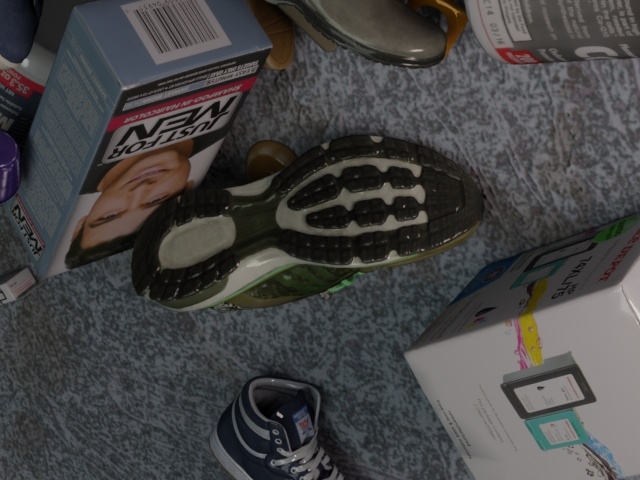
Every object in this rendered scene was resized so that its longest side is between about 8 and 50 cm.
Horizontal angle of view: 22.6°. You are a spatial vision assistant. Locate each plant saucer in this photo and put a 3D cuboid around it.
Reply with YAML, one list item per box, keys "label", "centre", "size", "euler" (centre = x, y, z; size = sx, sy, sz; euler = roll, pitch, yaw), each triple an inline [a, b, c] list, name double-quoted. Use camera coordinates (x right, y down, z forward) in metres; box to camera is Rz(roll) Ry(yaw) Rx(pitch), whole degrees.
- label: "plant saucer"
  centre: [-0.055, -0.075, 1.837]
  size: [0.083, 0.015, 0.083]
  euler: [17, 126, 25]

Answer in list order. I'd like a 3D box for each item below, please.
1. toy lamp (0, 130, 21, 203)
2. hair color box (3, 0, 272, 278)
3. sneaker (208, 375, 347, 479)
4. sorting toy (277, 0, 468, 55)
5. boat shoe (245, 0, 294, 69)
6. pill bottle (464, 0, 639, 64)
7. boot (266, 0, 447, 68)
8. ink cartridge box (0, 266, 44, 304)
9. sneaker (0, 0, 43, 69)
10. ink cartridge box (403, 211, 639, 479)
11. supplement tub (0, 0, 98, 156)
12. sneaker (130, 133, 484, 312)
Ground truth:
- label: "toy lamp"
  centre: [-0.394, -0.043, 1.819]
  size: [0.080, 0.080, 0.275]
  euler: [46, 148, 1]
- label: "hair color box"
  centre: [-0.208, -0.119, 1.742]
  size: [0.114, 0.185, 0.374]
  euler: [59, 146, 17]
- label: "sneaker"
  centre: [-0.008, 0.284, 1.973]
  size: [0.282, 0.099, 0.153]
  euler: [39, 134, 12]
- label: "sorting toy"
  centre: [0.004, -0.310, 1.614]
  size: [0.347, 0.047, 0.196]
  euler: [44, 129, -6]
- label: "boat shoe"
  centre: [-0.081, -0.259, 1.712]
  size: [0.059, 0.063, 0.170]
  euler: [-14, 99, 42]
- label: "pill bottle"
  centre: [0.281, -0.240, 1.403]
  size: [0.283, 0.161, 0.161]
  euler: [1, 118, 34]
- label: "boot"
  centre: [0.032, -0.280, 1.542]
  size: [0.246, 0.083, 0.161]
  euler: [28, 123, 4]
- label: "ink cartridge box"
  centre: [-0.416, 0.063, 2.148]
  size: [0.083, 0.048, 0.028]
  euler: [-16, 108, 39]
- label: "sneaker"
  centre: [-0.292, -0.348, 1.654]
  size: [0.148, 0.131, 0.350]
  euler: [-8, 71, 23]
- label: "ink cartridge box"
  centre: [0.272, 0.115, 1.608]
  size: [0.270, 0.198, 0.197]
  euler: [-22, 103, 40]
- label: "supplement tub"
  centre: [-0.348, -0.186, 1.849]
  size: [0.191, 0.191, 0.272]
  euler: [46, 133, 2]
- label: "sneaker"
  centre: [0.000, 0.000, 1.791]
  size: [0.410, 0.158, 0.182]
  euler: [-11, 156, 24]
